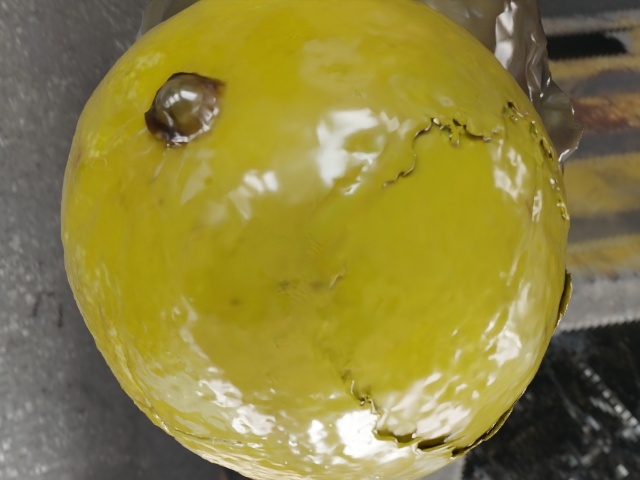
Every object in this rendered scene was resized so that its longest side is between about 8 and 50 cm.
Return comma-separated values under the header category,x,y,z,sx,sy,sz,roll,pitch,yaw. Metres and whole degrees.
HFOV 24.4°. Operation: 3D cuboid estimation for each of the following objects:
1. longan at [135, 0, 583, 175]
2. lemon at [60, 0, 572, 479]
category,x,y,z,sx,sy,sz,roll,pitch,yaw
longan,0.029,-0.109,1.223,0.391,0.391,0.391,-11,124,-17
lemon,0.001,0.000,0.828,0.297,0.297,0.297,-11,124,-17
